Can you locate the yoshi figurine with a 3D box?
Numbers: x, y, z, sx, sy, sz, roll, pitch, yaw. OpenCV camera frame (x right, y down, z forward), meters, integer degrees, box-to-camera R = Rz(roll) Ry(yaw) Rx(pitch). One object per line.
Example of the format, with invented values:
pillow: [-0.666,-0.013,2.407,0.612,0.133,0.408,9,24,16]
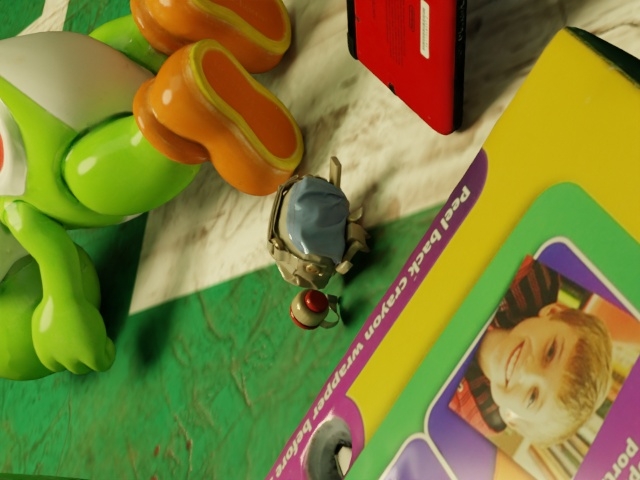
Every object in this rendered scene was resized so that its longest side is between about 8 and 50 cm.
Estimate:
yoshi figurine: [-0.157,-0.020,0.951,0.362,0.203,0.203,-31,87,29]

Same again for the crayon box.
crayon box: [0.086,0.157,0.460,0.363,0.106,0.313,-58,33,17]

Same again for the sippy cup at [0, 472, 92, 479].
sippy cup: [-0.257,0.255,0.865,0.305,0.240,0.224,69,-158,-77]

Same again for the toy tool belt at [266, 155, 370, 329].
toy tool belt: [0.000,0.000,0.749,0.051,0.052,0.083,-49,35,45]

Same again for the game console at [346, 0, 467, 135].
game console: [0.057,-0.148,0.705,0.124,0.085,0.144,47,158,31]
